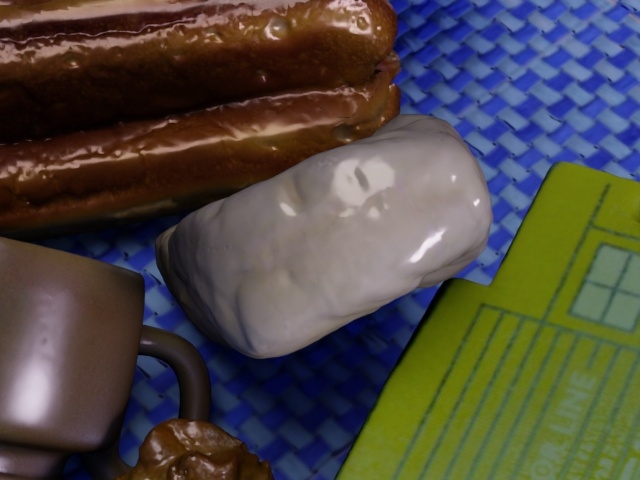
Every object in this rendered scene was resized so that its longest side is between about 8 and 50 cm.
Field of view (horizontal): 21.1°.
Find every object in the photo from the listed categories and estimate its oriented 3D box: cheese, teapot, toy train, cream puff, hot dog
[{"bbox_3d":[0.001,0.002,0.926,0.159,0.263,0.093,-27,91,-10],"label":"cheese"},{"bbox_3d":[-0.185,0.087,0.920,0.268,0.185,0.175,14,86,-23],"label":"teapot"},{"bbox_3d":[0.146,0.148,0.869,0.272,0.179,0.442,17,55,21],"label":"toy train"},{"bbox_3d":[-0.065,0.154,0.895,0.094,0.116,0.122,-23,82,-22],"label":"cream puff"},{"bbox_3d":[-0.122,-0.091,1.055,0.349,0.158,0.117,-11,26,-7],"label":"hot dog"}]
